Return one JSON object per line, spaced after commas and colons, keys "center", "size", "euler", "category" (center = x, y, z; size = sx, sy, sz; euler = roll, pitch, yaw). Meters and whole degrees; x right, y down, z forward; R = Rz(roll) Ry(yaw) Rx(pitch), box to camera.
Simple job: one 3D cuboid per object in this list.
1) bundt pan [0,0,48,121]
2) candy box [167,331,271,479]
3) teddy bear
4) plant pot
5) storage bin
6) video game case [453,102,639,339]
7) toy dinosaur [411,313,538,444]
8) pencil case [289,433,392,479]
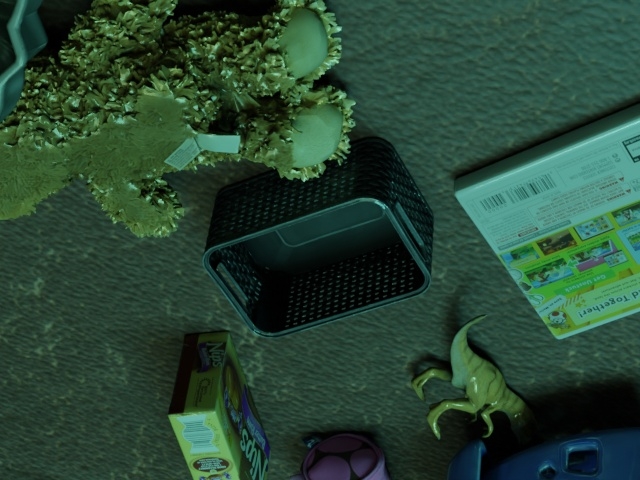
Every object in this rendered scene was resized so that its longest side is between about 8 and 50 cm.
{"center": [-0.343, -0.189, 1.074], "size": [0.331, 0.124, 0.331], "euler": [3, 102, 12], "category": "bundt pan"}
{"center": [-0.099, 0.195, 1.461], "size": [0.053, 0.109, 0.186], "euler": [-7, 130, 12], "category": "candy box"}
{"center": [-0.138, -0.116, 1.203], "size": [0.338, 0.113, 0.245], "euler": [-21, 134, 14], "category": "teddy bear"}
{"center": [0.234, 0.328, 1.436], "size": [0.212, 0.236, 0.236], "euler": [-1, 149, 17], "category": "plant pot"}
{"center": [0.000, 0.000, 1.290], "size": [0.180, 0.084, 0.122], "euler": [-18, 128, 22], "category": "storage bin"}
{"center": [0.264, -0.019, 1.281], "size": [0.227, 0.026, 0.206], "euler": [-23, 125, 24], "category": "video game case"}
{"center": [0.144, 0.132, 1.418], "size": [0.112, 0.064, 0.211], "euler": [-27, 135, 12], "category": "toy dinosaur"}
{"center": [0.036, 0.300, 1.553], "size": [0.098, 0.095, 0.209], "euler": [-29, 129, -15], "category": "pencil case"}
